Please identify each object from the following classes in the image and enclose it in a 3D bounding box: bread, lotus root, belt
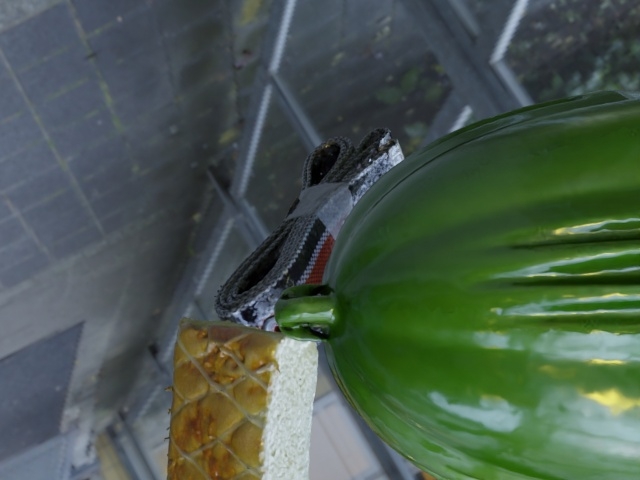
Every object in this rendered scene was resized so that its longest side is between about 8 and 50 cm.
[{"bbox_3d":[-0.067,0.161,0.929,0.068,0.188,0.125,6,178,-44],"label":"bread"},{"bbox_3d":[0.064,0.027,0.441,0.186,0.186,0.186,-29,167,-7],"label":"lotus root"},{"bbox_3d":[0.000,0.000,1.198,0.126,0.094,0.359,-9,-152,33],"label":"belt"}]
